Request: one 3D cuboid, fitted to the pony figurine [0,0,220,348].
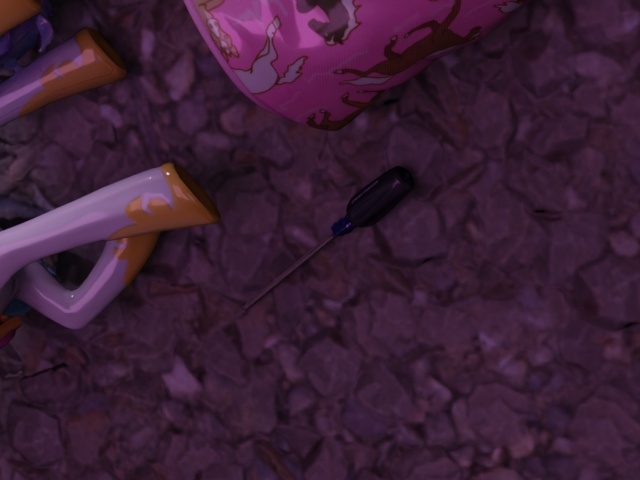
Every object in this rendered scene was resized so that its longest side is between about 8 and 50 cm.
[{"bbox_3d":[-0.298,-0.023,1.347,0.363,0.303,0.351,-40,93,11],"label":"pony figurine"}]

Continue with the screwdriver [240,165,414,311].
[{"bbox_3d":[0.000,0.000,1.335,0.170,0.024,0.025,-35,57,33],"label":"screwdriver"}]

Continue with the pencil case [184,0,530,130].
[{"bbox_3d":[0.086,-0.221,1.168,0.386,0.160,0.167,-35,57,27],"label":"pencil case"}]
